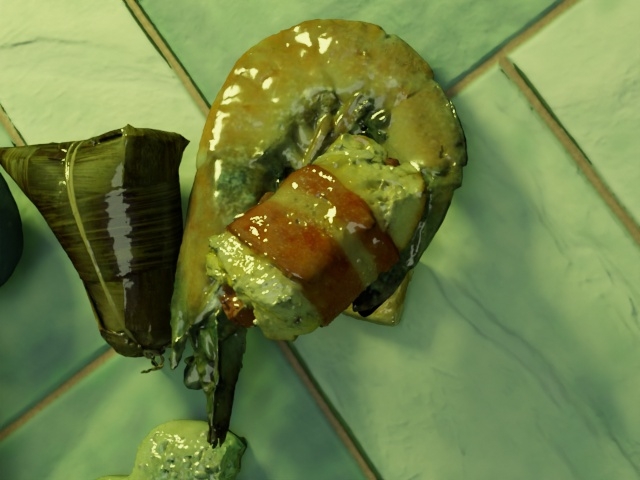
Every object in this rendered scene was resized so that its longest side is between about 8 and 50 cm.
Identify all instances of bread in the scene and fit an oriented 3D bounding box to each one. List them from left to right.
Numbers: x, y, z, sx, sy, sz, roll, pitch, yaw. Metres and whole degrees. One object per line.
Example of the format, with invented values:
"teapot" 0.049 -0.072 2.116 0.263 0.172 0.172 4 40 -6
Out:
"bread" -0.164 0.291 1.083 0.232 0.064 0.172 -36 77 12
"bread" 0.056 0.041 1.051 0.070 0.035 0.083 10 93 15

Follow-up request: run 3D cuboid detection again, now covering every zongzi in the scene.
"zongzi" -0.246 0.011 1.110 0.241 0.111 0.248 -3 93 32

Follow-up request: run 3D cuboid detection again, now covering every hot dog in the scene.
"hot dog" 0.000 0.000 0.938 0.213 0.103 0.146 -34 53 -11

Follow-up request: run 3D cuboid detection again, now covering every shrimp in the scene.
"shrimp" -0.015 -0.007 1.027 0.272 0.085 0.445 15 80 19

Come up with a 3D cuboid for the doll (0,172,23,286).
"doll" -0.446 -0.020 1.128 0.258 0.154 0.228 -3 111 0
